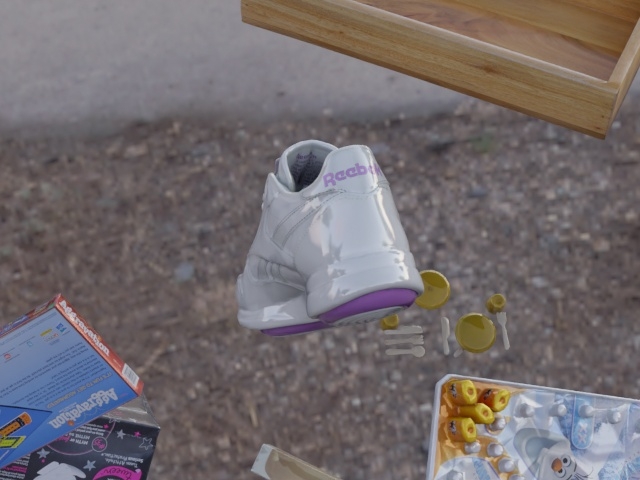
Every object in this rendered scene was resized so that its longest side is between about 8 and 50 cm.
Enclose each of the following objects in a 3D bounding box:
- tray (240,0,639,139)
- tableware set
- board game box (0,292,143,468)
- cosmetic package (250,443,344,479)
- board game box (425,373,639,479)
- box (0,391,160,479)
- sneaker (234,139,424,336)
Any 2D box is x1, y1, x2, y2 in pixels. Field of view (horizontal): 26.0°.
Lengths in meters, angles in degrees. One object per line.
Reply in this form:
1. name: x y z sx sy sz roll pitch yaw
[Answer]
1. tray: 0.143 -0.255 1.490 0.411 0.076 0.203 20 50 15
2. tableware set: 0.140 0.085 1.603 0.154 0.024 0.104 -3 72 -7
3. board game box: -0.349 0.174 1.550 0.281 0.145 0.027 -28 24 23
4. cosmetic package: -0.028 0.309 1.821 0.115 0.041 0.060 24 -5 12
5. board game box: 0.297 0.369 1.592 0.390 0.390 0.050 10 -9 -21
6. box: -0.358 0.261 1.830 0.247 0.142 0.163 14 9 -20
7. sneaker: 0.000 0.000 1.154 0.114 0.152 0.305 -10 -5 -21
